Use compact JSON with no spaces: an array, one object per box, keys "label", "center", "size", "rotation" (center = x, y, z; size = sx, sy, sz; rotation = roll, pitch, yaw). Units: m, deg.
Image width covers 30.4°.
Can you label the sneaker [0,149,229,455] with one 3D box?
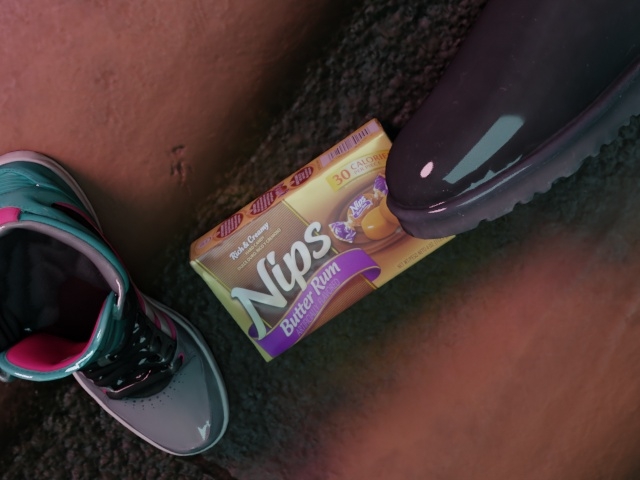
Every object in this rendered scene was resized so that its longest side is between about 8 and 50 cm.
[{"label":"sneaker","center":[-0.166,0.076,0.894],"size":[0.124,0.178,0.295],"rotation":[-34,108,6]}]

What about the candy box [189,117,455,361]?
[{"label":"candy box","center":[0.000,0.000,0.950],"size":[0.187,0.053,0.109],"rotation":[-34,108,5]}]

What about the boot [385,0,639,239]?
[{"label":"boot","center":[0.093,-0.275,0.804],"size":[0.367,0.146,0.445],"rotation":[-38,113,-8]}]
